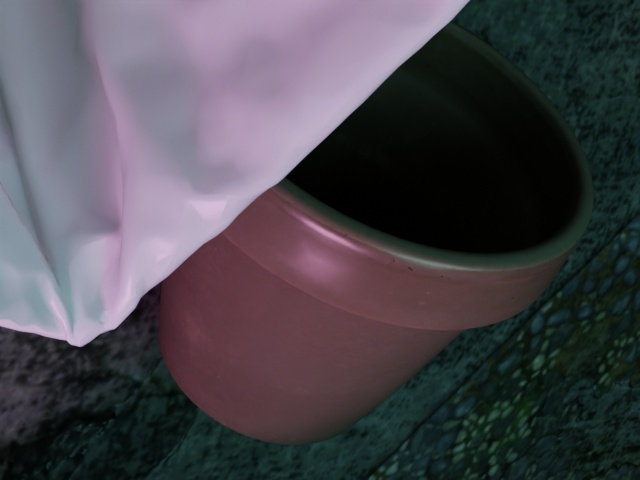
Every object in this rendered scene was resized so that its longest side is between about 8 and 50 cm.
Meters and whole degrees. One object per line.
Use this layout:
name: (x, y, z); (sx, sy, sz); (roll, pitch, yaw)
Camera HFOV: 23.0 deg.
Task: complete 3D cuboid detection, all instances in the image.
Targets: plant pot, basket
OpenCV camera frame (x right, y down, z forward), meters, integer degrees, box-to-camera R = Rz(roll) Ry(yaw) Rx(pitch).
plant pot: (0.000, 0.000, 0.978); (0.263, 0.263, 0.229); (-9, 141, -39)
basket: (-0.136, -0.177, 0.606); (0.331, 0.266, 0.328); (-40, 145, 24)
